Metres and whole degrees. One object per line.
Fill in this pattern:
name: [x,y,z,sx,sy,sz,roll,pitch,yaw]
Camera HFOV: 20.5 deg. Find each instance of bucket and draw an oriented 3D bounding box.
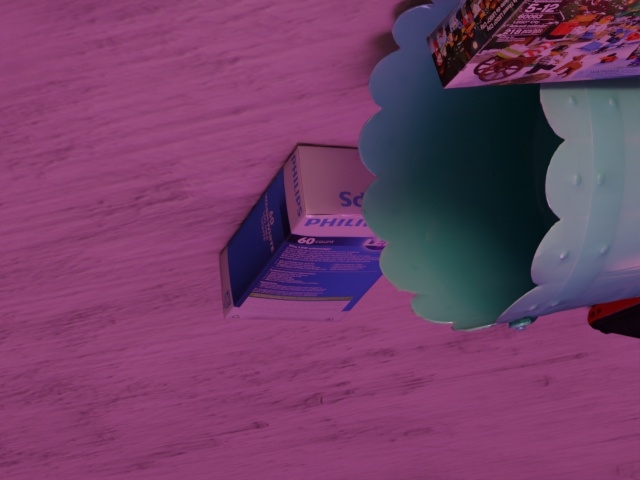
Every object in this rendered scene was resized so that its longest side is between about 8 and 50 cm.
bucket: [0.174,-0.066,1.436,0.183,0.281,0.281,-2,157,-31]

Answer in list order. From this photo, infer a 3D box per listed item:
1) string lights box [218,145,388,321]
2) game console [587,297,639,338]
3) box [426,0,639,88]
string lights box: [0.000,0.000,1.766,0.133,0.076,0.259,3,154,-21]
game console: [0.564,0.074,2.099,0.387,0.060,0.342,13,149,-36]
box: [0.211,-0.168,1.229,0.233,0.044,0.159,-6,158,-29]
